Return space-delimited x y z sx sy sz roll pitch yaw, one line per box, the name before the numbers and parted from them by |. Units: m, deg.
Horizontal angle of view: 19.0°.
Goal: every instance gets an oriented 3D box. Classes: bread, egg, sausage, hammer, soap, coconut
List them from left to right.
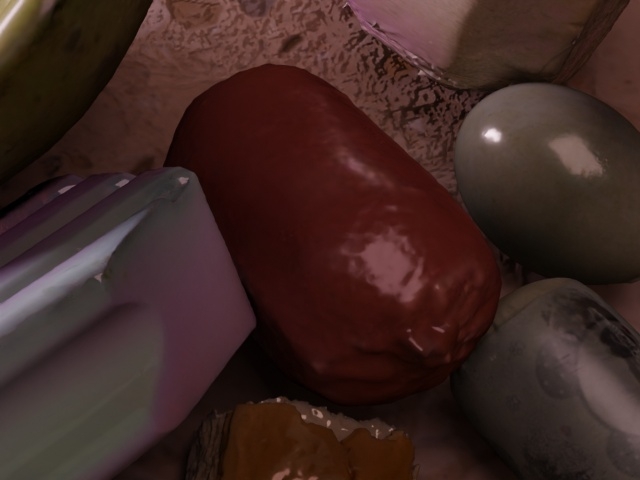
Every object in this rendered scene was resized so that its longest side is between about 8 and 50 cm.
soap | -0.180 0.079 0.957 0.324 0.193 0.109 -35 110 -36
bread | -0.009 0.142 1.038 0.125 0.082 0.106 15 45 -10
sausage | 0.000 0.000 1.097 0.148 0.148 0.254 -20 40 -29
coconut | 0.102 -0.219 1.260 0.230 0.227 0.227 36 52 10
egg | 0.153 -0.034 1.200 0.152 0.114 0.114 42 54 10
hammer | 0.235 0.077 1.155 0.305 0.113 0.202 -26 68 -37

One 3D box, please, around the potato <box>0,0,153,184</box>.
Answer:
potato | -0.248 -0.108 1.101 0.330 0.213 0.280 26 74 30
